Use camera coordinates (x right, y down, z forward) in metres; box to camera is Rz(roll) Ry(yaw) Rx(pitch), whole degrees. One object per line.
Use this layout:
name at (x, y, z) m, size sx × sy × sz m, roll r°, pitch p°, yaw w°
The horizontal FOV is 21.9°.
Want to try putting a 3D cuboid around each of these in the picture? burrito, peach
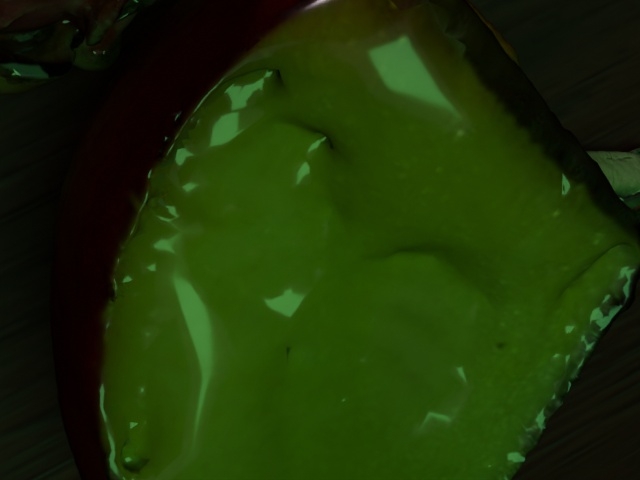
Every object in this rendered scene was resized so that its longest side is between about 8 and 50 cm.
burrito at (0.152, -0.037, 1.084) m, size 0.186 × 0.041 × 0.045 m, roll -1°, pitch 64°, yaw -22°
peach at (0.000, 0.000, 0.903) m, size 0.306 × 0.242 × 0.380 m, roll 16°, pitch 115°, yaw -26°

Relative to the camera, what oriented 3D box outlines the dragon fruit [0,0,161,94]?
dragon fruit at (-0.166, -0.204, 0.789) m, size 0.269 × 0.250 × 0.291 m, roll -37°, pitch 132°, yaw -3°
